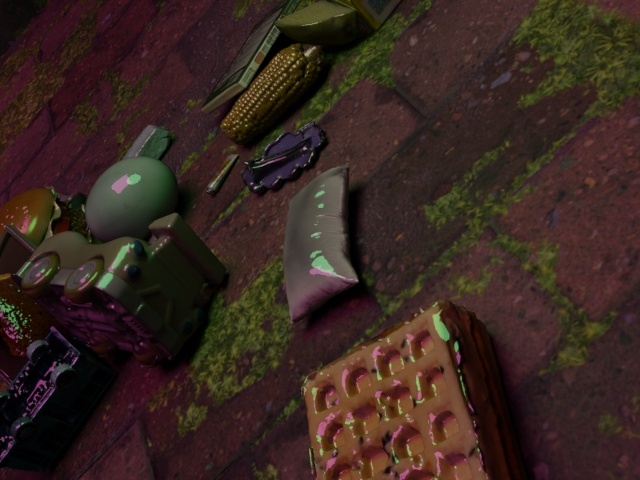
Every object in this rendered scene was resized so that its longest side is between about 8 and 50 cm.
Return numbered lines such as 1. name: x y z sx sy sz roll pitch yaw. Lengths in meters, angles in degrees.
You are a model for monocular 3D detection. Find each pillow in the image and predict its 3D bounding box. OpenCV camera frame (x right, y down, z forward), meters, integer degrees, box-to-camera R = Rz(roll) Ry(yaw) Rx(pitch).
1. pillow: 0.001 0.000 1.275 0.144 0.078 0.254 -27 45 29

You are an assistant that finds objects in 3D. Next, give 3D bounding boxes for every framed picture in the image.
1. framed picture: -0.657 0.156 1.699 0.232 0.024 0.315 39 110 14

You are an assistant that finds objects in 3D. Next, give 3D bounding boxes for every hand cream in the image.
1. hand cream: -0.206 -0.139 1.634 0.035 0.022 0.102 8 64 56

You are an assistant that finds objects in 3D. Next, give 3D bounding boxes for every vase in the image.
1. vase: -0.682 -0.096 2.035 0.214 0.086 0.086 2 64 41

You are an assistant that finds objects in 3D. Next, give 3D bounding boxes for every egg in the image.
1. egg: -0.401 -0.081 1.668 0.231 0.168 0.168 -39 41 24

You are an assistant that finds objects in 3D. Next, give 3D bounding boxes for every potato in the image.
1. potato: -0.003 -0.406 1.542 0.120 0.081 0.149 -30 34 -15

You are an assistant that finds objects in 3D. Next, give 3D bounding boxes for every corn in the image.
1. corn: -0.098 -0.295 1.584 0.262 0.097 0.097 -42 40 18

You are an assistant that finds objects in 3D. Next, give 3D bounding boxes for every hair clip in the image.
1. hair clip: -0.073 -0.165 1.498 0.195 0.052 0.124 -25 52 24

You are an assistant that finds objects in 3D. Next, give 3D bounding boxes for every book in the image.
1. book: -0.150 -0.402 1.697 0.202 0.027 0.264 -16 41 59

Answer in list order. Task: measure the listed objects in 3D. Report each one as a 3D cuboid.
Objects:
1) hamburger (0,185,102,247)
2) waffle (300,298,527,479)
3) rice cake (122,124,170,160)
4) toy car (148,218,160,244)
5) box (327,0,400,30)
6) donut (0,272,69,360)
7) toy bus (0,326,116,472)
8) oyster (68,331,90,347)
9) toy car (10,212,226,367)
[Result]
1. hamburger: -0.660 0.008 1.824 0.274 0.212 0.274 -26 46 30
2. waffle: 0.108 0.283 0.931 0.261 0.114 0.376 -30 44 25
3. rice cake: -0.432 -0.183 1.857 0.206 0.063 0.069 -54 37 -1
4. toy car: -0.333 0.019 1.615 0.142 0.055 0.069 -53 37 34
5. box: 0.127 -0.562 1.550 0.265 0.097 0.168 -51 39 2
6. donut: -0.655 0.155 1.623 0.295 0.112 0.151 10 104 22
7. toy bus: -0.529 0.315 1.517 0.128 0.147 0.256 30 81 40
8. oyster: -0.514 0.227 1.669 0.098 0.037 0.100 11 50 30
9. toy car: -0.376 0.077 1.470 0.336 0.242 0.226 2 50 45
